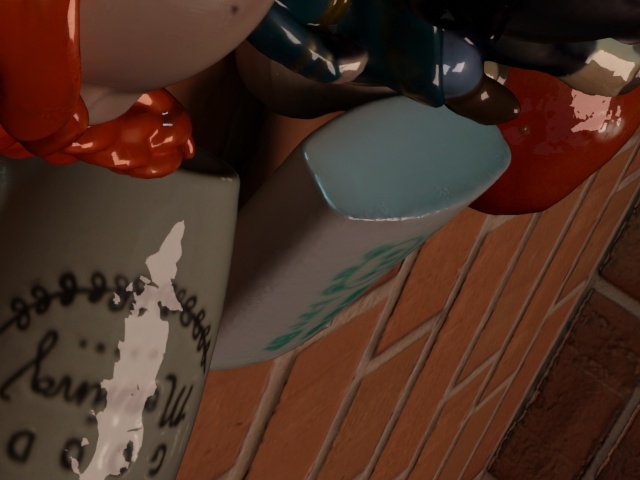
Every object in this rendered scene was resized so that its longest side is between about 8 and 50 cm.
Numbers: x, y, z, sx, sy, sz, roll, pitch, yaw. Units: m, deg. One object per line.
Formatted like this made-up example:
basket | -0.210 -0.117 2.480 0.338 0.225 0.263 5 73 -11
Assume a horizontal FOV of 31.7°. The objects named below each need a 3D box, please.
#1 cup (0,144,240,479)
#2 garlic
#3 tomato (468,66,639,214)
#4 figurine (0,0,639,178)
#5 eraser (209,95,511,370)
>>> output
cup | -0.178 0.039 0.666 0.258 0.186 0.234 11 105 -38
garlic | 0.045 -0.178 0.851 0.229 0.143 0.178 -45 160 -5
tomato | 0.166 -0.140 1.002 0.180 0.259 0.260 -96 -160 -53
figurine | -0.019 -0.134 0.489 0.306 0.411 0.241 -131 -130 -71
eraser | 0.000 0.000 0.909 0.189 0.104 0.290 -14 161 -36
